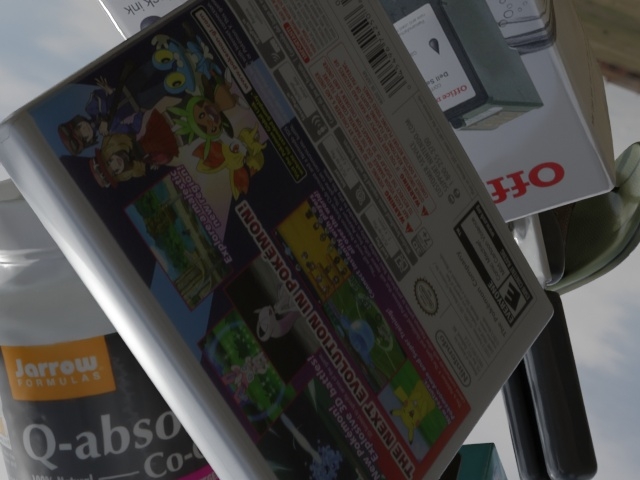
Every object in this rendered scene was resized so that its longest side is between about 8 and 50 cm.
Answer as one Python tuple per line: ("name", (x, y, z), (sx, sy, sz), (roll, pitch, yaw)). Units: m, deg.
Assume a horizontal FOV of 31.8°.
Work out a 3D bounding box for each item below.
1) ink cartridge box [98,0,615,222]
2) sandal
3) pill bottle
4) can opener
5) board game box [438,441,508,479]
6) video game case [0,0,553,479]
("ink cartridge box", (0.017, -0.125, 0.585), (0.272, 0.198, 0.114), (57, -154, -35))
("sandal", (0.252, 0.000, 1.249), (0.086, 0.303, 0.120), (35, -150, -26))
("pill bottle", (-0.139, 0.092, 0.747), (0.162, 0.278, 0.162), (-10, -167, 2))
("can opener", (0.191, 0.071, 0.969), (0.093, 0.280, 0.074), (4, 159, -28))
("board game box", (0.015, 0.338, 1.193), (0.336, 0.079, 0.253), (-9, -150, 23))
("video game case", (0.000, 0.000, 0.425), (0.023, 0.201, 0.183), (-16, -159, 45))
